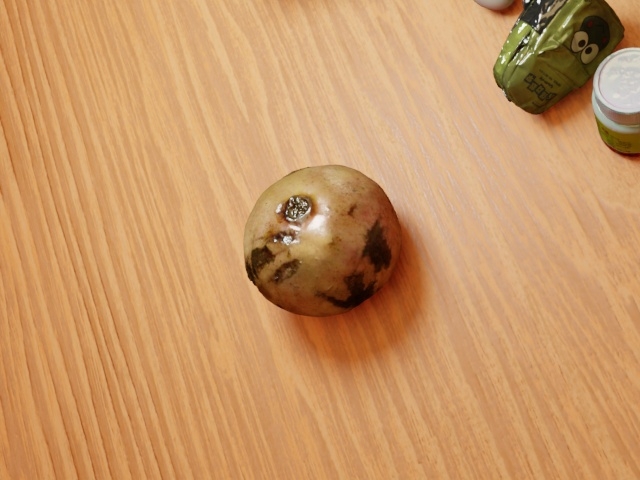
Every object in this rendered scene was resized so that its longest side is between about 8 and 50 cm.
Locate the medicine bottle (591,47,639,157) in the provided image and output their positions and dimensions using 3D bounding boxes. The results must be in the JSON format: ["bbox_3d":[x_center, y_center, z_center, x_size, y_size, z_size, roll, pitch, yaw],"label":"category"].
[{"bbox_3d":[0.562,-0.244,1.479,0.139,0.225,0.139,-5,76,22],"label":"medicine bottle"}]

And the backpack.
[{"bbox_3d":[0.442,-0.370,1.580,0.253,0.207,0.140,-51,41,16],"label":"backpack"}]

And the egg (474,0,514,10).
[{"bbox_3d":[0.353,-0.538,1.710,0.103,0.103,0.135,-38,67,12],"label":"egg"}]

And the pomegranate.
[{"bbox_3d":[0.000,0.000,1.654,0.322,0.322,0.322,-6,76,23],"label":"pomegranate"}]
